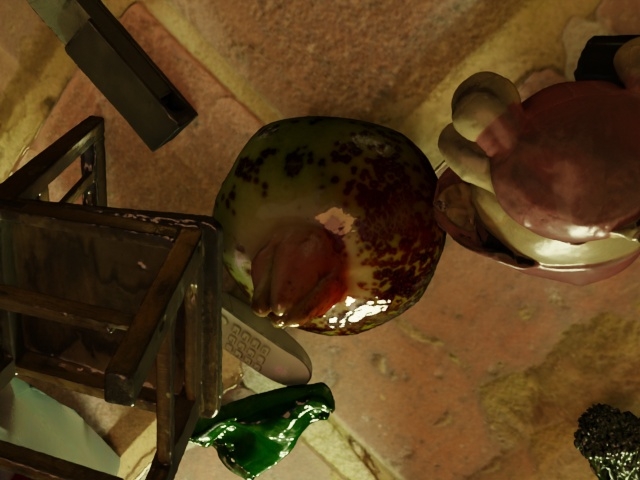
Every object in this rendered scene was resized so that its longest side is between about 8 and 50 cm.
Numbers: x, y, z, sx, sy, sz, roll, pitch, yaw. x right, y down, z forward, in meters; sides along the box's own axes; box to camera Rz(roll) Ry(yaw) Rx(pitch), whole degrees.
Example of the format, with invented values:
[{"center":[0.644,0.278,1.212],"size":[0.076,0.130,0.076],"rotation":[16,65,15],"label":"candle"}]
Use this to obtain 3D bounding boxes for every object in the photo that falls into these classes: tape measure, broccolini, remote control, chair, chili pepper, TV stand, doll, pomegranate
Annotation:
[{"center":[-0.395,0.301,1.150],"size":[0.138,0.262,0.259],"rotation":[-8,141,34],"label":"tape measure"},{"center":[0.308,0.238,0.972],"size":[0.091,0.068,0.202],"rotation":[-4,128,39],"label":"broccolini"},{"center":[-0.101,0.079,1.071],"size":[0.229,0.044,0.073],"rotation":[35,146,8],"label":"remote control"},{"center":[-0.189,0.056,0.894],"size":[0.241,0.416,0.203],"rotation":[9,119,12],"label":"chair"},{"center":[-0.063,0.203,1.089],"size":[0.108,0.062,0.216],"rotation":[40,137,-26],"label":"chili pepper"},{"center":[-0.228,-0.204,0.995],"size":[0.256,0.040,0.049],"rotation":[49,124,-4],"label":"TV stand"},{"center":[0.187,-0.052,0.776],"size":[0.196,0.256,0.152],"rotation":[19,77,14],"label":"doll"},{"center":[0.000,0.000,0.869],"size":[0.214,0.248,0.214],"rotation":[7,118,14],"label":"pomegranate"}]

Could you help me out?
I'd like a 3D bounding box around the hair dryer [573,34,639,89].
[{"center":[0.352,-0.234,0.713],"size":[0.304,0.120,0.359],"rotation":[14,109,34],"label":"hair dryer"}]
